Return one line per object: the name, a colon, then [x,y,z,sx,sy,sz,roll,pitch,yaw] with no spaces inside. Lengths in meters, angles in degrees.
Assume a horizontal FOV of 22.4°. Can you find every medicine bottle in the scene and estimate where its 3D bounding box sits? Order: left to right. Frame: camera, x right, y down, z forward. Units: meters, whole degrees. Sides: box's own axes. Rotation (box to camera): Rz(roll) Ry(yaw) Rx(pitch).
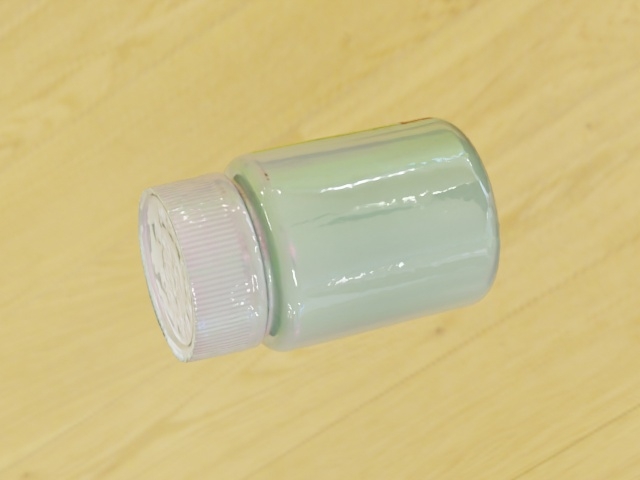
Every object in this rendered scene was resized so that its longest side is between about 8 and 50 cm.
medicine bottle: [0.000,0.000,1.110,0.225,0.139,0.139,-13,79,-19]
